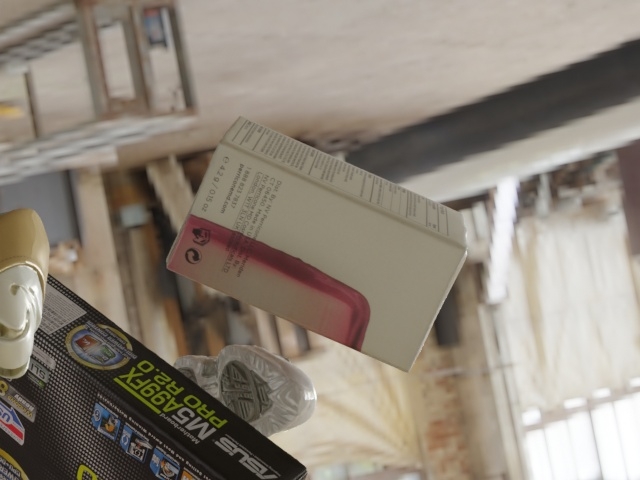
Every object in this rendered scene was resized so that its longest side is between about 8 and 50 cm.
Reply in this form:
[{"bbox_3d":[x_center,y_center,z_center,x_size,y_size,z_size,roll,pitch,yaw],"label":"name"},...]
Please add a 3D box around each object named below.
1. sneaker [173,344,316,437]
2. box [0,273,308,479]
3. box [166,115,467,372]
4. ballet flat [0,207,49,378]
[{"bbox_3d":[-0.054,0.140,1.515,0.115,0.090,0.232,-5,-178,-31],"label":"sneaker"},{"bbox_3d":[-0.154,0.179,1.152,0.060,0.270,0.216,-32,150,-48],"label":"box"},{"bbox_3d":[0.000,0.000,1.366,0.232,0.127,0.148,24,-167,-2],"label":"box"},{"bbox_3d":[-0.192,0.065,0.797,0.073,0.080,0.232,18,-139,21],"label":"ballet flat"}]
